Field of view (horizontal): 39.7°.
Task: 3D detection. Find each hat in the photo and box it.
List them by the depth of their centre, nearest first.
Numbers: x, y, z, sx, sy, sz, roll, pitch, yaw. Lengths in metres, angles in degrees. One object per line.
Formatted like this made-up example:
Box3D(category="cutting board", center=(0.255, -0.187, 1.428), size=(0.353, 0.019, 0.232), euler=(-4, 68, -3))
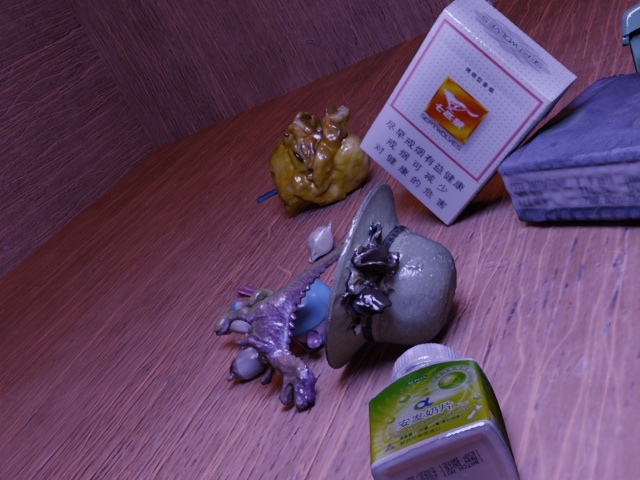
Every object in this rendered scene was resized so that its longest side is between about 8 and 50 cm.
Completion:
Box3D(category="hat", center=(0.110, 0.061, 1.169), size=(0.130, 0.257, 0.257), euler=(14, 35, 17))

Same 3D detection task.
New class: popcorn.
Box3D(category="popcorn", center=(0.004, -0.171, 1.911), size=(0.191, 0.190, 0.253), euler=(-29, -26, -42))

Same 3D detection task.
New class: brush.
Box3D(category="brush", center=(-0.088, -0.138, 2.223), size=(0.164, 0.014, 0.051), euler=(-27, 17, 7))

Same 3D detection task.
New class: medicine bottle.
Box3D(category="medicine bottle", center=(0.121, 0.189, 0.919), size=(0.132, 0.088, 0.188), euler=(-26, 19, 11))

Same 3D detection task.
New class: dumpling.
Box3D(category="dumpling", center=(-0.002, -0.001, 1.662), size=(0.052, 0.076, 0.057), euler=(-9, 16, -19))

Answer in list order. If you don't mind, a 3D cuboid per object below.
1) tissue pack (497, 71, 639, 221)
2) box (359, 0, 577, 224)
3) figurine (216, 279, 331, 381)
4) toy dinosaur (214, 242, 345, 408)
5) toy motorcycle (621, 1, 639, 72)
Box3D(category="tissue pack", center=(0.479, -0.141, 1.216), size=(0.288, 0.124, 0.394), euler=(-38, 20, -25))
Box3D(category="box", center=(0.220, -0.198, 1.396), size=(0.095, 0.210, 0.330), euler=(-42, -9, -37))
Box3D(category="figurine", center=(-0.083, 0.126, 1.364), size=(0.260, 0.103, 0.205), euler=(-4, 30, 48))
Box3D(category="toy dinosaur", center=(-0.041, 0.096, 1.231), size=(0.199, 0.072, 0.251), euler=(10, 72, 41))
Box3D(category="toy motorcycle", center=(0.645, -0.356, 1.402), size=(0.326, 0.200, 0.191), euler=(-17, 2, 20))
